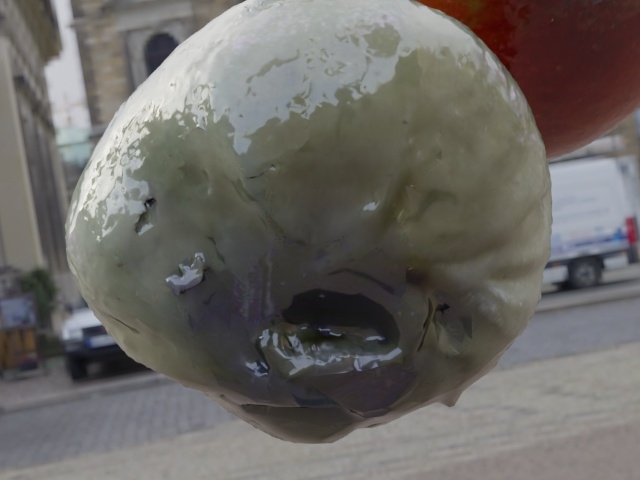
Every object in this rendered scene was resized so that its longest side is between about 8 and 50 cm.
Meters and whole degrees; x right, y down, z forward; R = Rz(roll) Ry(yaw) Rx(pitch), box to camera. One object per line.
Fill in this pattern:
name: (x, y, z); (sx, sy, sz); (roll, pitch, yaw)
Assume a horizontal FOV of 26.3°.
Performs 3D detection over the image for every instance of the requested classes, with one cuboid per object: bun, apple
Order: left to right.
bun: (0.005, -0.001, 0.733); (0.273, 0.272, 0.168); (-10, 42, -6)
apple: (0.124, -0.172, 0.879); (0.251, 0.292, 0.163); (-16, 21, -13)
